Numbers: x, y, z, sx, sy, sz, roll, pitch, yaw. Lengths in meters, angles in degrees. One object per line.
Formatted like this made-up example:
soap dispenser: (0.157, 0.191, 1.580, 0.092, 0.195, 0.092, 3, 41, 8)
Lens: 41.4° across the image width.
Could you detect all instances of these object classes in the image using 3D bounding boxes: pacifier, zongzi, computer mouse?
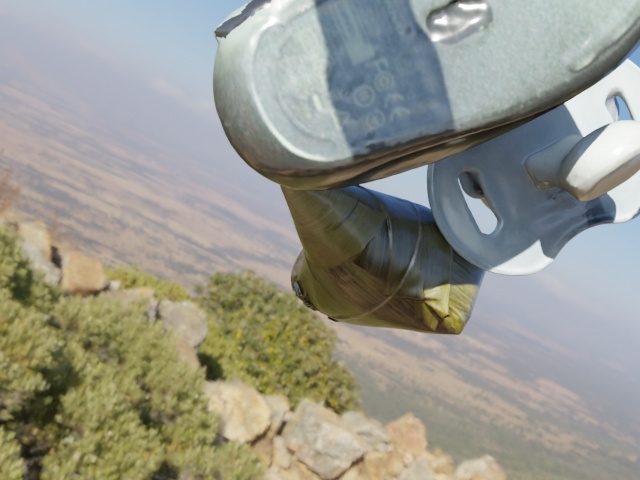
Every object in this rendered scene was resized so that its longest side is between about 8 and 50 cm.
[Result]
pacifier: (0.243, -0.088, 0.841, 0.227, 0.279, 0.207, 63, -7, -15)
zongzi: (0.000, 0.000, 0.944, 0.300, 0.145, 0.274, 28, -19, -33)
computer mouse: (0.092, -0.168, 0.662, 0.114, 0.374, 0.203, -147, -146, -80)
